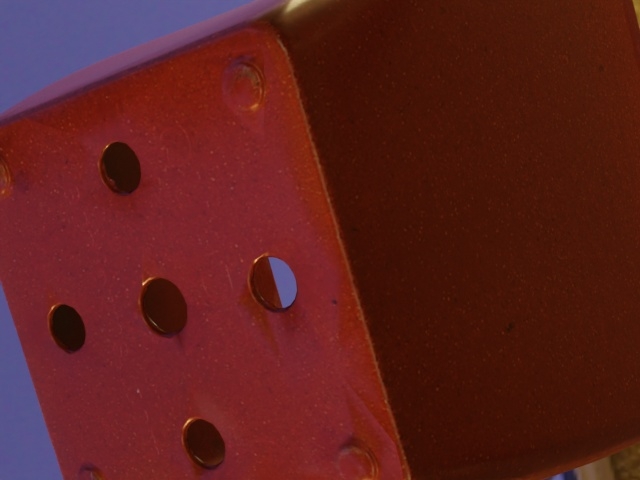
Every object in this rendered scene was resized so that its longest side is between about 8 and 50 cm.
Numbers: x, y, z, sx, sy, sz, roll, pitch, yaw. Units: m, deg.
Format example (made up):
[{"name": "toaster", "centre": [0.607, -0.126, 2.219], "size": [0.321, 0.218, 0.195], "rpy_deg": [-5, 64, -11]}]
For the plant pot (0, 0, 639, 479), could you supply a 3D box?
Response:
[{"name": "plant pot", "centre": [0.000, 0.000, 0.507], "size": [0.236, 0.267, 0.267], "rpy_deg": [-22, -83, -54]}]
